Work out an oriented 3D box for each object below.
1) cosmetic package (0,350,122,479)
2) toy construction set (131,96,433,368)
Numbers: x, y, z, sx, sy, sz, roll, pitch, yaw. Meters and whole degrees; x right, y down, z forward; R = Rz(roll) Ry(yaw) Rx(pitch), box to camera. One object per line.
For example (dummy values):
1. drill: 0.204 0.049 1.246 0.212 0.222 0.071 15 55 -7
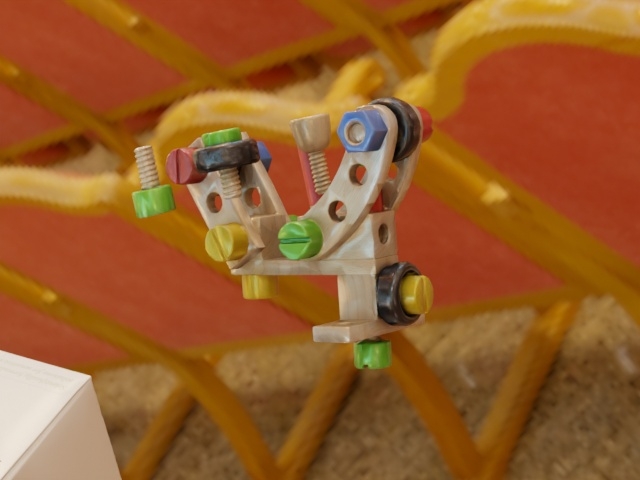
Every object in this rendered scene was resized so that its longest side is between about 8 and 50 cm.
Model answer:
1. cosmetic package: -0.278 0.275 1.417 0.197 0.365 0.155 14 43 25
2. toy construction set: 0.000 0.000 1.508 0.258 0.237 0.309 -11 4 10
